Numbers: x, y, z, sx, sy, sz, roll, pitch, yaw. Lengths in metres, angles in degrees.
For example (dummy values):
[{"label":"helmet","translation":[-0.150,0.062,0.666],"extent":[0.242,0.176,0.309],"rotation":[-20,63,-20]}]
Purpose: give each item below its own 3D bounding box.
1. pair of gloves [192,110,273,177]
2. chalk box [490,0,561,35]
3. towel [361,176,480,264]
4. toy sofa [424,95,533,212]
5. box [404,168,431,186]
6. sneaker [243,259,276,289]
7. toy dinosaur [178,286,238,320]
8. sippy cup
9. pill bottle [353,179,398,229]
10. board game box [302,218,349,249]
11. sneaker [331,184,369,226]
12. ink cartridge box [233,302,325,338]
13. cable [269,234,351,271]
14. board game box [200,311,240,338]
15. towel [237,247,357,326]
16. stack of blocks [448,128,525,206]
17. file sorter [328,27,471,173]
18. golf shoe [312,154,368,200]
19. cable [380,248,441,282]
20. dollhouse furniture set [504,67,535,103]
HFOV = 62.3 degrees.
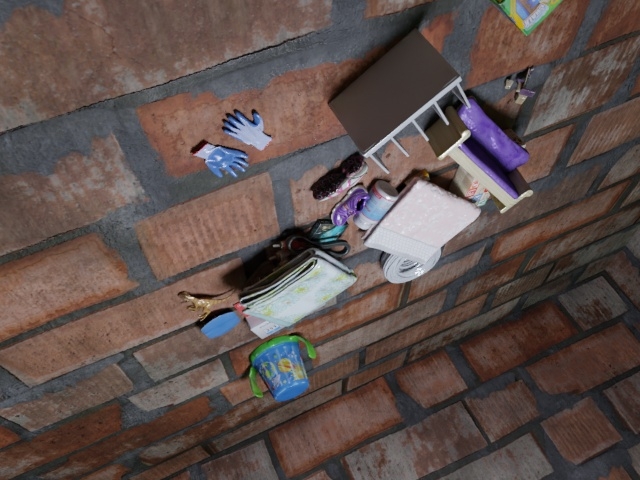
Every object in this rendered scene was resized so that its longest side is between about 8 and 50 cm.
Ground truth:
[{"label":"pair of gloves","translation":[-0.207,-0.233,1.299],"extent":[0.198,0.023,0.159],"rotation":[-39,148,18]},{"label":"chalk box","translation":[0.471,-0.584,1.231],"extent":[0.213,0.132,0.132],"rotation":[14,128,-47]},{"label":"towel","translation":[0.356,-0.056,1.874],"extent":[0.332,0.053,0.317],"rotation":[19,126,-35]},{"label":"toy sofa","translation":[0.503,-0.257,1.607],"extent":[0.363,0.150,0.177],"rotation":[32,121,-32]},{"label":"box","translation":[0.342,-0.182,1.819],"extent":[0.081,0.028,0.136],"rotation":[-33,147,7]},{"label":"sneaker","translation":[-0.207,0.149,1.814],"extent":[0.066,0.071,0.188],"rotation":[-1,139,-39]},{"label":"toy dinosaur","translation":[-0.377,0.211,1.774],"extent":[0.212,0.064,0.112],"rotation":[5,134,-44]},{"label":"sippy cup","translation":[-0.164,0.570,2.322],"extent":[0.240,0.224,0.305],"rotation":[-10,144,-30]},{"label":"pill bottle","translation":[0.175,-0.113,1.727],"extent":[0.087,0.087,0.160],"rotation":[2,137,-41]},{"label":"board game box","translation":[0.000,0.000,1.808],"extent":[0.126,0.026,0.186],"rotation":[-1,139,-39]},{"label":"sneaker","translation":[0.095,-0.101,1.694],"extent":[0.068,0.071,0.170],"rotation":[1,139,-40]},{"label":"ink cartridge box","translation":[-0.147,0.246,2.013],"extent":[0.297,0.066,0.261],"rotation":[-29,150,-1]},{"label":"cable","translation":[-0.030,0.018,1.758],"extent":[0.288,0.072,0.139],"rotation":[-16,128,-29]},{"label":"board game box","translation":[-0.370,0.299,1.943],"extent":[0.133,0.033,0.168],"rotation":[-30,155,-8]},{"label":"towel","translation":[-0.067,0.169,1.801],"extent":[0.321,0.090,0.374],"rotation":[-31,156,13]},{"label":"stack of blocks","translation":[0.572,-0.239,1.864],"extent":[0.171,0.087,0.297],"rotation":[-17,147,-20]},{"label":"file sorter","translation":[0.204,-0.335,1.325],"extent":[0.278,0.192,0.173],"rotation":[-39,151,16]},{"label":"golf shoe","translation":[0.063,-0.170,1.570],"extent":[0.186,0.067,0.086],"rotation":[-35,150,9]},{"label":"cable","translation":[0.361,0.066,2.133],"extent":[0.257,0.089,0.257],"rotation":[-36,145,14]},{"label":"dollhouse furniture set","translation":[0.607,-0.478,1.619],"extent":[0.114,0.091,0.081],"rotation":[45,62,-81]}]
